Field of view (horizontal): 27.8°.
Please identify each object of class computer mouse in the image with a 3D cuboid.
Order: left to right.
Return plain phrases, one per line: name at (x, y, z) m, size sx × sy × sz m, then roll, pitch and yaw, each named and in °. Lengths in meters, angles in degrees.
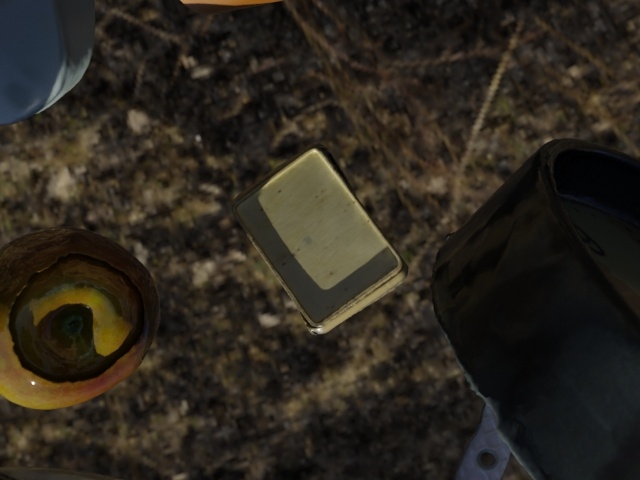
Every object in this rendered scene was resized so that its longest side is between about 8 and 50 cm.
computer mouse at (-0.226, -0.196, 0.907) m, size 0.128 × 0.230 × 0.079 m, roll -12°, pitch 173°, yaw 27°

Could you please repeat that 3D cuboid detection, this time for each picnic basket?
picnic basket at (0.000, 0.000, 1.271) m, size 0.115 × 0.164 × 0.079 m, roll -34°, pitch 170°, yaw 2°

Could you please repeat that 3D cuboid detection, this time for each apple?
apple at (-0.314, 0.098, 1.569) m, size 0.237 × 0.237 × 0.207 m, roll -16°, pitch -163°, yaw -11°

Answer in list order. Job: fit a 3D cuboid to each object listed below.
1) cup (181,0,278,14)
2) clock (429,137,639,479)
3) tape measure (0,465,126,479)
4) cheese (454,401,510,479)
cup at (0.000, -0.295, 1.039) m, size 0.264 × 0.226 × 0.182 m, roll 1°, pitch 149°, yaw 23°
clock at (0.227, 0.095, 0.603) m, size 0.386 × 0.386 × 0.076 m, roll 11°, pitch 122°, yaw -47°
tape measure at (-0.230, 0.259, 1.032) m, size 0.271 × 0.133 × 0.231 m, roll 21°, pitch 150°, yaw -24°
cheese at (0.171, 0.092, 1.056) m, size 0.054 × 0.127 × 0.251 m, roll -13°, pitch 127°, yaw -83°
